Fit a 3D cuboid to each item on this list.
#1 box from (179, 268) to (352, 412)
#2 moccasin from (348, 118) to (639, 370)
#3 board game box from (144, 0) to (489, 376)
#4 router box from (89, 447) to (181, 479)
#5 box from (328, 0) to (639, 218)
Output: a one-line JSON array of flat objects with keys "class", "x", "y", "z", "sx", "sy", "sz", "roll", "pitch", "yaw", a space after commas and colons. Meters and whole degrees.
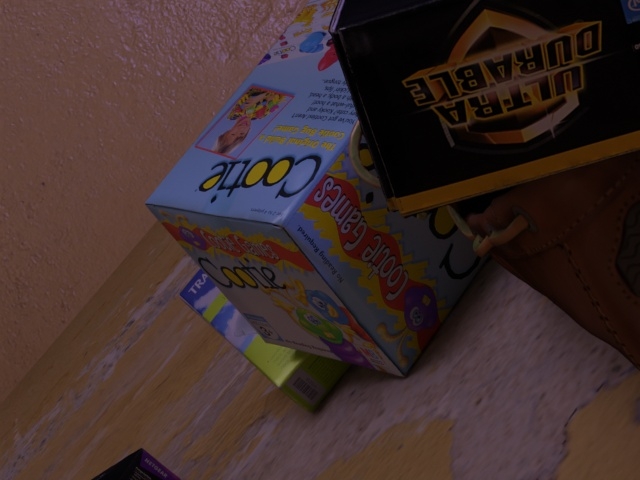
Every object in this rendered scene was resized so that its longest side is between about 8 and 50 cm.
[{"class": "box", "x": -0.026, "y": 0.034, "z": 1.173, "sx": 0.109, "sy": 0.042, "sz": 0.178, "roll": -50, "pitch": 38, "yaw": -3}, {"class": "moccasin", "x": 0.106, "y": -0.041, "z": 0.789, "sx": 0.139, "sy": 0.147, "sz": 0.380, "roll": -47, "pitch": 10, "yaw": 12}, {"class": "board game box", "x": 0.048, "y": -0.071, "z": 1.059, "sx": 0.144, "sy": 0.142, "sz": 0.275, "roll": 10, "pitch": 56, "yaw": 50}, {"class": "router box", "x": -0.195, "y": 0.247, "z": 1.313, "sx": 0.179, "sy": 0.046, "sz": 0.133, "roll": -35, "pitch": 16, "yaw": 53}, {"class": "box", "x": 0.147, "y": -0.130, "z": 0.673, "sx": 0.257, "sy": 0.079, "sz": 0.322, "roll": -15, "pitch": 20, "yaw": 11}]
